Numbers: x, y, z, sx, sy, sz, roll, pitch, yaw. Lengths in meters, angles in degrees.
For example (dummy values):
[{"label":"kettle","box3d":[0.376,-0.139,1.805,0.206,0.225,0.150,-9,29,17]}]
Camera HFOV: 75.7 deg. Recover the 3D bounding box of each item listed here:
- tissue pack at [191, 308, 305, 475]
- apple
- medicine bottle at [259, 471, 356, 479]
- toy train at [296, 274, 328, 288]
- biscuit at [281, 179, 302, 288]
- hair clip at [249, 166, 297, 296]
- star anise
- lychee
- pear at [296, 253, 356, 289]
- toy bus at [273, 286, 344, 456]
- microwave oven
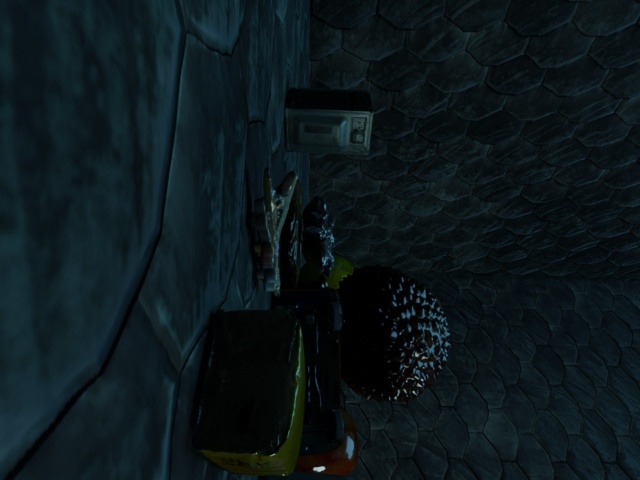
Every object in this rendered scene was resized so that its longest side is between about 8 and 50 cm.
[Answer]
[{"label":"tissue pack","box3d":[-0.057,0.151,0.391,0.169,0.082,0.120,92,1,-55]},{"label":"apple","box3d":[-0.007,0.555,1.143,0.230,0.229,0.230,-178,-90,-90]},{"label":"medicine bottle","box3d":[0.034,0.530,0.696,0.245,0.289,0.246,-178,-90,-90]},{"label":"toy train","box3d":[-0.024,0.193,1.215,0.137,0.090,0.225,69,-24,15]},{"label":"biscuit","box3d":[-0.073,-0.015,1.113,0.318,0.040,0.319,-177,-90,-89]},{"label":"hair clip","box3d":[-0.071,-0.001,0.560,0.062,0.056,0.214,-113,-153,-48]},{"label":"star anise","box3d":[0.000,0.000,1.155,0.236,0.092,0.230,-70,149,-63]},{"label":"lychee","box3d":[0.155,0.215,0.970,0.306,0.305,0.331,-88,163,-46]},{"label":"pear","box3d":[0.029,0.196,1.594,0.294,0.293,0.295,-178,-90,-90]},{"label":"toy bus","box3d":[-0.032,0.264,0.868,0.153,0.142,0.330,165,-76,-80]},{"label":"microwave oven","box3d":[0.021,-0.303,1.031,0.162,0.207,0.123,-88,180,-52]}]
